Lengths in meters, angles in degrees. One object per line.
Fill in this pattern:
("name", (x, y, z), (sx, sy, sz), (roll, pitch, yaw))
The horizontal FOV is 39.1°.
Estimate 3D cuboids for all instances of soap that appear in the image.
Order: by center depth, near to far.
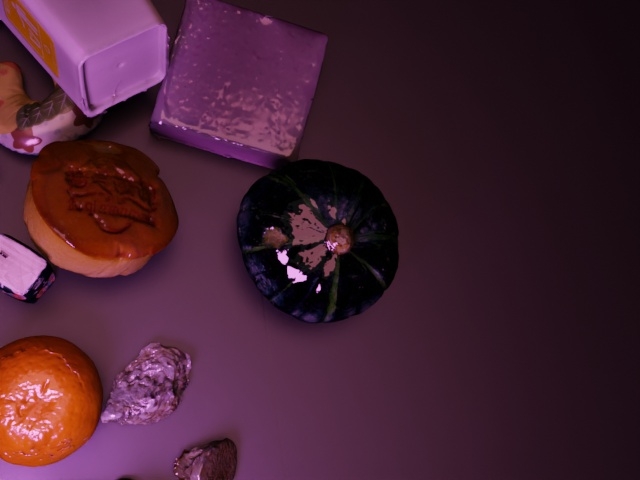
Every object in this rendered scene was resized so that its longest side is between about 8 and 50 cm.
("soap", (-0.157, -0.304, 1.750), (0.296, 0.107, 0.285), (17, 75, -7))

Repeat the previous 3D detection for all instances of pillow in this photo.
("pillow", (-0.521, -0.265, 1.689), (0.233, 0.086, 0.214), (-24, 74, -12))

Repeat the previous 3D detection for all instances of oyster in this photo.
("oyster", (-0.310, 0.268, 1.627), (0.125, 0.064, 0.177), (27, 73, -1))

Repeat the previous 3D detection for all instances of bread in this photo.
("bread", (-0.387, -0.058, 1.586), (0.270, 0.148, 0.270), (20, 47, -23))

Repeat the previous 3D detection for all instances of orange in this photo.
("orange", (-0.477, 0.271, 1.526), (0.219, 0.193, 0.219), (0, 68, 0))

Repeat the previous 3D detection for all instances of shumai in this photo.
("shumai", (-0.211, 0.405, 1.614), (0.087, 0.124, 0.099), (2, 99, 28))

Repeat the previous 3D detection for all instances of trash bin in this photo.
("trash bin", (-0.426, -0.438, 1.618), (0.296, 0.256, 0.368), (-31, 73, -24))

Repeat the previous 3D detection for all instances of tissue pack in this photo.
("tissue pack", (-0.528, 0.052, 1.569), (0.103, 0.170, 0.090), (33, 78, -4))

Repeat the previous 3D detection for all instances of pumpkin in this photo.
("pumpkin", (0.000, 0.000, 1.651), (0.315, 0.238, 0.315), (3, 81, -16))

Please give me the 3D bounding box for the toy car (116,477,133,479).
("toy car", (-0.381, 0.531, 1.506), (0.270, 0.180, 0.212), (-7, 90, -12))
